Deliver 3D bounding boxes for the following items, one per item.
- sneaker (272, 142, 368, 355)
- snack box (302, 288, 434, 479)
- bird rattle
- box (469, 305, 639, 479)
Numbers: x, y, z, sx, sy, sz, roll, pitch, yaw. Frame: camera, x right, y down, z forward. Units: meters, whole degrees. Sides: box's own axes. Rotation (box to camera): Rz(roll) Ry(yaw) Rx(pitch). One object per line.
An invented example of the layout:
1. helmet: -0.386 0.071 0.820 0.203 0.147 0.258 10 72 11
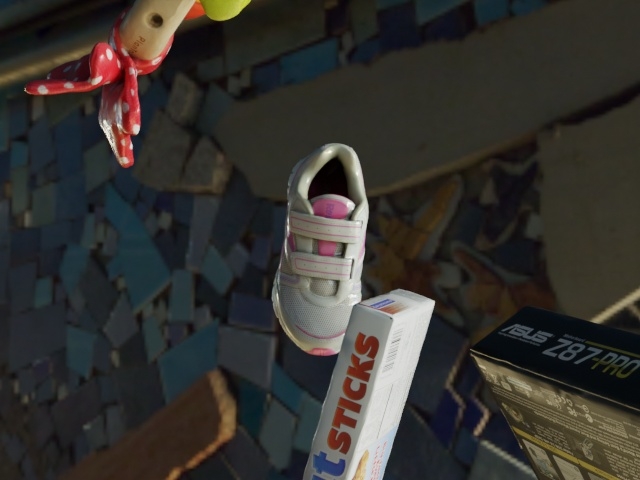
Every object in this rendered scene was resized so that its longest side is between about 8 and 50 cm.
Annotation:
1. sneaker: 0.000 0.000 1.123 0.103 0.252 0.111 1 -20 -6
2. snack box: 0.009 0.110 0.444 0.022 0.178 0.064 19 9 18
3. bird rattle: -0.111 -0.190 0.789 0.143 0.207 0.253 27 -51 -8
4. box: 0.332 0.235 0.903 0.097 0.318 0.395 -34 17 -18
